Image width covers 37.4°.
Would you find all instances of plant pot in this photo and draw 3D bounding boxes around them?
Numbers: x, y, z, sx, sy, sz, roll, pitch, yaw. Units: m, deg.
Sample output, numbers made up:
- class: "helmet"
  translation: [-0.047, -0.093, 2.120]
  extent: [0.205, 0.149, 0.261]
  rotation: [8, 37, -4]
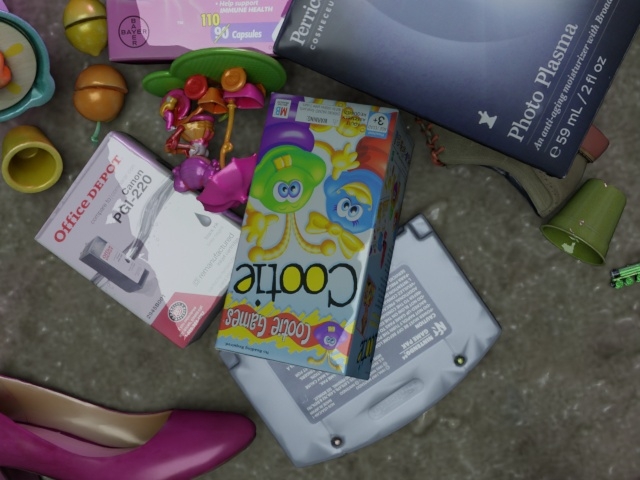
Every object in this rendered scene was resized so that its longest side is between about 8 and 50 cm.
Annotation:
- class: "plant pot"
  translation: [0.308, -0.025, 1.080]
  extent: [0.083, 0.083, 0.079]
  rotation: [34, 82, 2]

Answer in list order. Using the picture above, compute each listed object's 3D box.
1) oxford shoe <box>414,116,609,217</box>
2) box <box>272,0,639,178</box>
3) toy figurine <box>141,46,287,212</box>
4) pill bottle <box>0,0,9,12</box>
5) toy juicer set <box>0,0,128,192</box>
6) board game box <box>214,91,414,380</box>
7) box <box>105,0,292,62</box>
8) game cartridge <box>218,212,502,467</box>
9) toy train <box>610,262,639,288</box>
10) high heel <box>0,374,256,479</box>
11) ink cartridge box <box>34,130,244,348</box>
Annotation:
- class: "oxford shoe"
  translation: [0.144, -0.151, 1.057]
  extent: [0.348, 0.123, 0.130]
  rotation: [32, 97, 2]
- class: "box"
  translation: [0.145, -0.253, 0.890]
  extent: [0.294, 0.183, 0.296]
  rotation: [23, 101, -3]
- class: "toy figurine"
  translation: [-0.123, -0.109, 1.039]
  extent: [0.173, 0.130, 0.159]
  rotation: [-5, 74, 23]
- class: "pill bottle"
  translation: [-0.469, -0.218, 1.098]
  extent: [0.216, 0.121, 0.121]
  rotation: [-19, 92, 4]
- class: "toy juicer set"
  translation: [-0.332, -0.211, 1.019]
  extent: [0.209, 0.089, 0.329]
  rotation: [-33, 133, -1]
- class: "board game box"
  translation: [0.000, 0.000, 1.022]
  extent: [0.142, 0.144, 0.275]
  rotation: [10, 82, 14]
- class: "box"
  translation: [-0.124, -0.322, 1.058]
  extent: [0.214, 0.117, 0.242]
  rotation: [0, 98, 4]
- class: "game cartridge"
  translation: [0.053, 0.129, 1.114]
  extent: [0.294, 0.060, 0.196]
  rotation: [-34, 87, 5]
- class: "toy train"
  translation: [0.377, 0.035, 1.103]
  extent: [0.083, 0.017, 0.023]
  rotation: [-17, 82, 5]
- class: "high heel"
  translation: [-0.270, 0.205, 1.098]
  extent: [0.378, 0.127, 0.181]
  rotation: [-14, 103, 8]
- class: "ink cartridge box"
  translation: [-0.193, -0.002, 1.105]
  extent: [0.218, 0.092, 0.158]
  rotation: [36, 94, 3]
